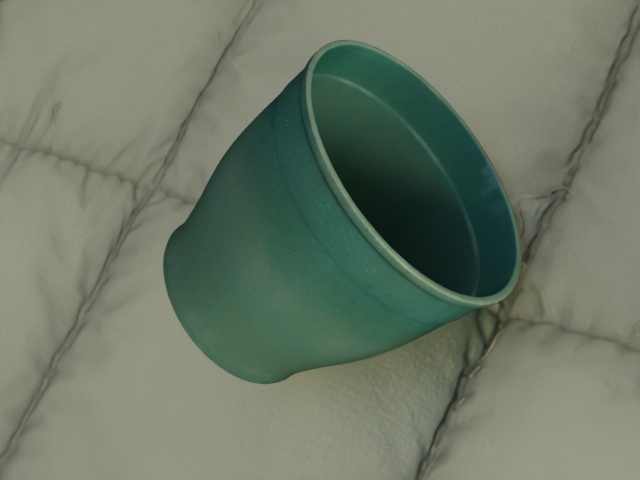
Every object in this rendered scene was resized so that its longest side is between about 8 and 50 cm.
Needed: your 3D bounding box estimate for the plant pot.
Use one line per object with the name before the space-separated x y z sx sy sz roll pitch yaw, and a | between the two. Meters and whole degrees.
plant pot | 0.000 0.000 1.270 0.255 0.271 0.272 -36 49 31
